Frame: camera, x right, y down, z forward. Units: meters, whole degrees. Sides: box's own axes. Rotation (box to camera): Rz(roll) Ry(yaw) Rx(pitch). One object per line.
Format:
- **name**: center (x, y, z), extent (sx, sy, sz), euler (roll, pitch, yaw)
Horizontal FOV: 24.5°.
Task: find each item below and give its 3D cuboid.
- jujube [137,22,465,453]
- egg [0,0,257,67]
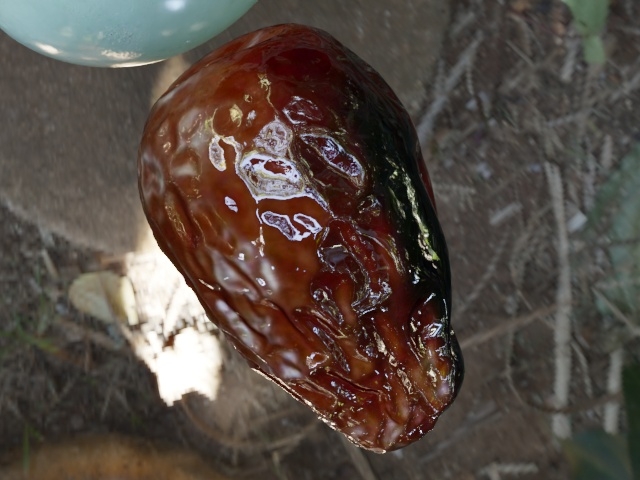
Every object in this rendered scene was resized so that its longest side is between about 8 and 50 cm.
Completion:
- **jujube**: center (0.000, 0.000, 0.806), extent (0.168, 0.168, 0.236), euler (-31, 99, 3)
- **egg**: center (-0.185, -0.329, 1.527), extent (0.389, 0.276, 0.276), euler (-35, 122, -33)
